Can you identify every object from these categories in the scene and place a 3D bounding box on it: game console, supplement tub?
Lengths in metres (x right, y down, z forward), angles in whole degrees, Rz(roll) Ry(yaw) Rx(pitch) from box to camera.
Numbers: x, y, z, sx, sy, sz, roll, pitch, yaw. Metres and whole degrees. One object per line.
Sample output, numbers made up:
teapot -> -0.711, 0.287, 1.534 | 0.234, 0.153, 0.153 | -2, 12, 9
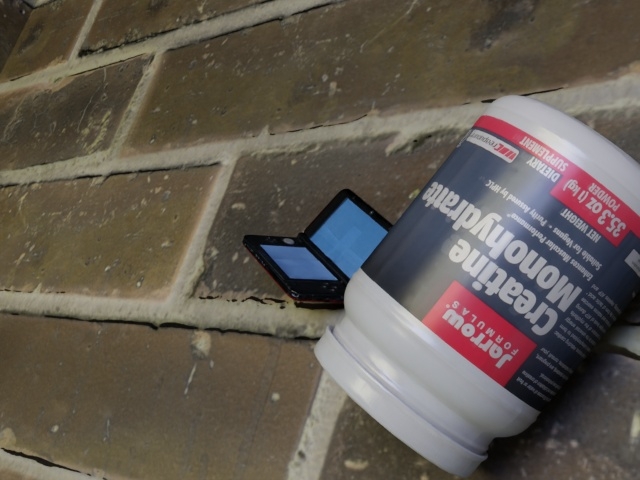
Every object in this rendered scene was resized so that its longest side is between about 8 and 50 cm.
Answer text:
game console -> 0.000, 0.000, 1.011 | 0.144, 0.124, 0.085 | 44, 123, 51
supplement tub -> 0.142, 0.036, 0.753 | 0.272, 0.191, 0.191 | -52, 39, 3
